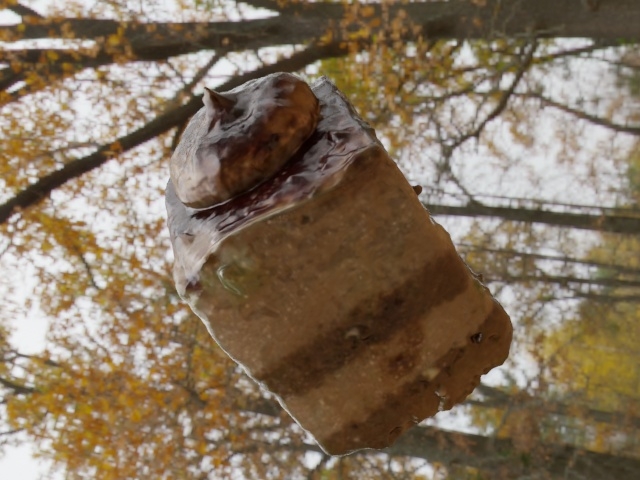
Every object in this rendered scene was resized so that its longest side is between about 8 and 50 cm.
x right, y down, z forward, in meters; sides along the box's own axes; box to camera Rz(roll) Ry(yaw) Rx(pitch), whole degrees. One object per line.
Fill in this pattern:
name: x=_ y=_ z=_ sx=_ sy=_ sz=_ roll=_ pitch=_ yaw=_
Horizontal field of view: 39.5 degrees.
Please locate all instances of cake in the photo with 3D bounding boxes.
cake: x=0.000 y=0.000 z=0.716 sx=0.293 sy=0.196 sz=0.199 roll=55 pitch=-174 yaw=-30
